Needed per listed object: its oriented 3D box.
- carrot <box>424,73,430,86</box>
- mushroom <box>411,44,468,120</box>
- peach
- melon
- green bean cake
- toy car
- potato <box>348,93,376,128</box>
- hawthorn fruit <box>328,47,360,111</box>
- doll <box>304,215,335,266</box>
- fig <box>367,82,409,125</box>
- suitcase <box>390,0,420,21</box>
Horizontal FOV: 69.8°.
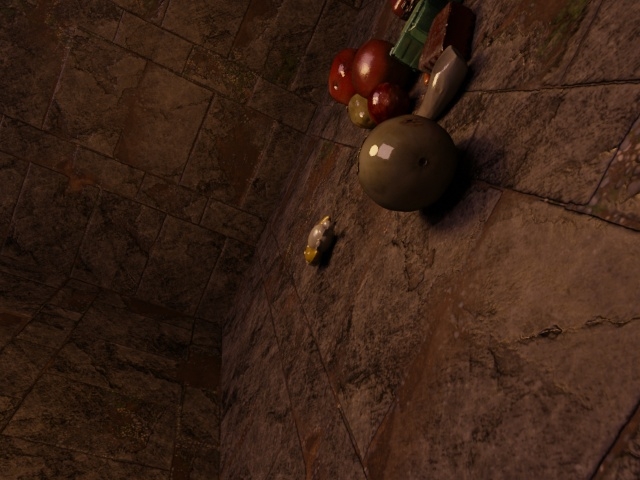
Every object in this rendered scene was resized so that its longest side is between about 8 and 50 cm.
[{"bbox_3d":[0.401,-0.625,1.679,0.037,0.037,0.190,-49,22,49],"label":"carrot"},{"bbox_3d":[0.371,-0.466,1.456,0.118,0.103,0.270,-86,19,-46],"label":"mushroom"},{"bbox_3d":[0.241,-0.686,1.875,0.252,0.252,0.252,-57,20,34],"label":"peach"},{"bbox_3d":[0.231,-0.213,1.280,0.330,0.268,0.268,-121,54,-79],"label":"melon"},{"bbox_3d":[0.430,-0.676,1.533,0.232,0.097,0.198,-71,15,-9],"label":"green bean cake"},{"bbox_3d":[0.391,-0.800,1.693,0.320,0.141,0.097,-59,16,15],"label":"toy car"},{"bbox_3d":[0.200,-0.570,2.035,0.157,0.157,0.194,-59,20,29],"label":"potato"},{"bbox_3d":[0.170,-0.759,2.189,0.275,0.275,0.299,-102,26,-62],"label":"hawthorn fruit"},{"bbox_3d":[0.000,0.000,2.021,0.252,0.111,0.237,-64,1,19],"label":"doll"},{"bbox_3d":[0.260,-0.488,1.757,0.175,0.175,0.207,154,120,-66],"label":"fig"},{"bbox_3d":[0.431,-1.091,1.939,0.297,0.161,0.236,-54,22,42],"label":"suitcase"}]
